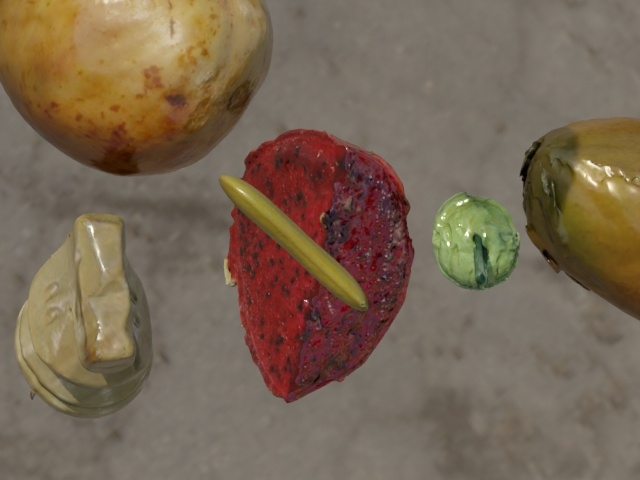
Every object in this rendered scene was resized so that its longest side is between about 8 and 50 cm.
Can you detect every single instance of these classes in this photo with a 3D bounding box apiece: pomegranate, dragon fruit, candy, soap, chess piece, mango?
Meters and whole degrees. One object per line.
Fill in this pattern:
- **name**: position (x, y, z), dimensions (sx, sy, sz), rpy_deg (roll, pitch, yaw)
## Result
- **pomegranate**: position (-0.153, -0.173, 1.584), dimensions (0.248, 0.248, 0.248), rpy_deg (25, 45, -28)
- **dragon fruit**: position (0.000, 0.000, 1.127), dimensions (0.083, 0.162, 0.106), rpy_deg (-8, 27, -33)
- **candy**: position (0.147, 0.013, 1.816), dimensions (0.092, 0.093, 0.335), rpy_deg (22, 7, 1)
- **soap**: position (-0.011, 0.001, 0.855), dimensions (0.089, 0.012, 0.034), rpy_deg (42, -2, -19)
- **chess piece**: position (-0.196, 0.064, 1.681), dimensions (0.137, 0.301, 0.137), rpy_deg (3, 74, -9)
- **mango**: position (0.242, -0.010, 1.215), dimensions (0.249, 0.156, 0.151), rpy_deg (17, 54, -11)
